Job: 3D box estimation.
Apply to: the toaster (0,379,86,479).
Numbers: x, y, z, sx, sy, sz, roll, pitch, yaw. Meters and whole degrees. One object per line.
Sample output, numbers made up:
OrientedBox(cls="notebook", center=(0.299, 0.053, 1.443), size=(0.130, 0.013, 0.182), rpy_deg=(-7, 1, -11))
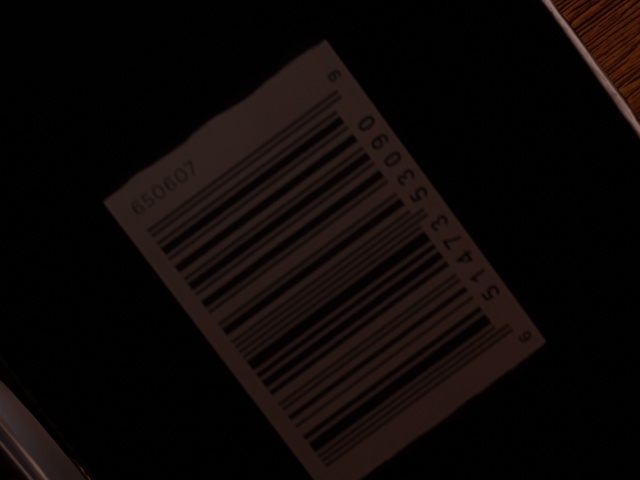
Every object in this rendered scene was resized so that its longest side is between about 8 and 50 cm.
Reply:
OrientedBox(cls="toaster", center=(-0.101, 0.117, 0.403), size=(0.227, 0.129, 0.146), rpy_deg=(52, -5, 4))

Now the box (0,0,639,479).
OrientedBox(cls="box", center=(0.000, 0.000, 0.884), size=(0.480, 0.297, 0.472), rpy_deg=(53, 1, -5))

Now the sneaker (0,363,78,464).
OrientedBox(cls="sneaker", center=(-0.185, 0.110, 1.127), size=(0.123, 0.106, 0.290), rpy_deg=(15, -20, 33))
